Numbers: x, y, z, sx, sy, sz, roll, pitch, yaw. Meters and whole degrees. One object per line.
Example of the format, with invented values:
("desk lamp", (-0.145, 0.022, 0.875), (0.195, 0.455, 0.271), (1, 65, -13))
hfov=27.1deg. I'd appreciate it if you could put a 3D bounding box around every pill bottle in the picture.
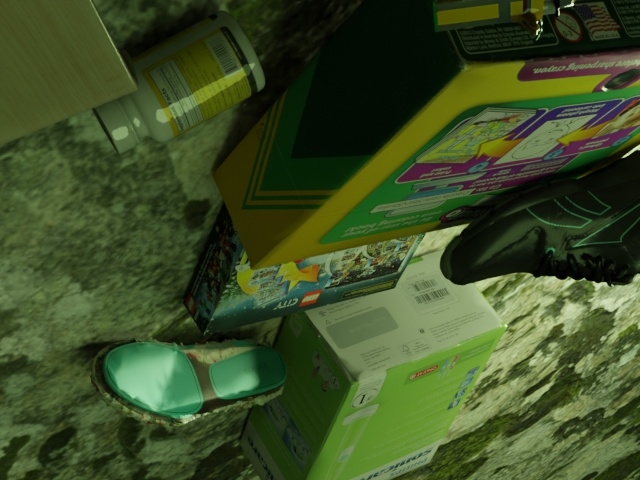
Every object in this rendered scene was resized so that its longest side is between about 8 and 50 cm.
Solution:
("pill bottle", (-0.103, -0.109, 0.943), (0.116, 0.065, 0.065), (-29, 151, -9))

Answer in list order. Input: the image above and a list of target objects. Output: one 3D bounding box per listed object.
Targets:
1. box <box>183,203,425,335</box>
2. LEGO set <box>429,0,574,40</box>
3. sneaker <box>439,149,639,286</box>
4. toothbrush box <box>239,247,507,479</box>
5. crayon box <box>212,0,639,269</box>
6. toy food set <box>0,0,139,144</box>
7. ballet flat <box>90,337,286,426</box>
("box", (0.000, 0.000, 1.239), (0.233, 0.044, 0.159), (-12, 144, -36))
("LEGO set", (0.142, -0.284, 0.735), (0.192, 0.255, 0.331), (-7, 138, 4))
("sneaker", (0.238, -0.007, 1.178), (0.267, 0.106, 0.101), (-21, 169, -6))
("toothbrush box", (0.050, 0.162, 1.459), (0.206, 0.122, 0.283), (-18, 146, -29))
("crayon box", (0.141, -0.113, 1.078), (0.363, 0.106, 0.313), (-11, 161, -36))
("toy food set", (-0.248, -0.143, 0.738), (0.220, 0.092, 0.306), (-22, 150, 0))
("ballet flat", (-0.134, 0.141, 1.280), (0.241, 0.091, 0.077), (6, 154, -46))
